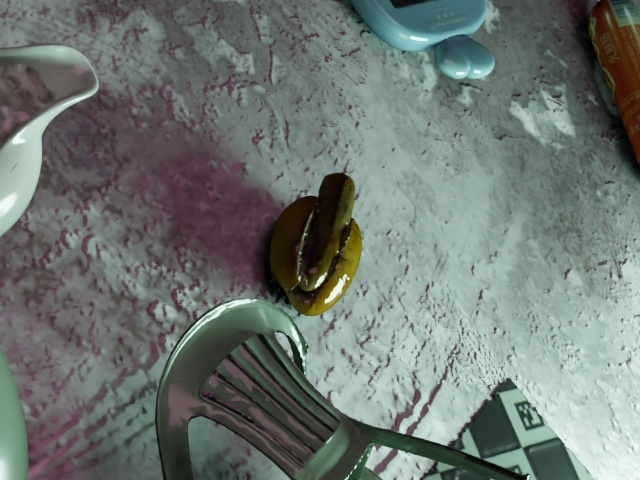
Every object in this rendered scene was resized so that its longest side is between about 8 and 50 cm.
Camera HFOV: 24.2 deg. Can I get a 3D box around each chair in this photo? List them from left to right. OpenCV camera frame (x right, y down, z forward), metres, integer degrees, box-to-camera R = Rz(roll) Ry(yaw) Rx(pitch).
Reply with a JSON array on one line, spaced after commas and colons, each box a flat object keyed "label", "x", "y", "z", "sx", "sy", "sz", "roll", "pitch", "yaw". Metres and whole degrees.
[{"label": "chair", "x": 0.005, "y": 0.191, "z": 1.159, "sx": 0.274, "sy": 0.190, "sz": 0.203, "roll": 26, "pitch": 42, "yaw": 16}]

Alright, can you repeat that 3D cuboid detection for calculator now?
[{"label": "calculator", "x": 0.087, "y": -0.298, "z": 1.633, "sx": 0.188, "sy": 0.042, "sz": 0.303, "roll": -20, "pitch": 76, "yaw": -45}]

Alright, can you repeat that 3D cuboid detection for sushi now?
[{"label": "sushi", "x": 0.213, "y": 0.291, "z": 1.345, "sx": 0.292, "sy": 0.059, "sz": 0.294, "roll": 48, "pitch": 45, "yaw": -3}]

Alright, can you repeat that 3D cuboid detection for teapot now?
[{"label": "teapot", "x": -0.311, "y": -0.081, "z": 1.108, "sx": 0.298, "sy": 0.139, "sz": 0.204, "roll": -22, "pitch": 81, "yaw": -45}]

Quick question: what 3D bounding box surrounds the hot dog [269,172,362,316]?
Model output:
[{"label": "hot dog", "x": 0.001, "y": 0.002, "z": 1.360, "sx": 0.090, "sy": 0.060, "sz": 0.140, "roll": 44, "pitch": 41, "yaw": -14}]

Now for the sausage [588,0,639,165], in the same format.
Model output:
[{"label": "sausage", "x": 0.378, "y": -0.191, "z": 1.773, "sx": 0.083, "sy": 0.083, "sz": 0.264, "roll": 4, "pitch": 59, "yaw": -37}]

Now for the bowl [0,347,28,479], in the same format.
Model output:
[{"label": "bowl", "x": -0.322, "y": 0.099, "z": 0.842, "sx": 0.354, "sy": 0.185, "sz": 0.354, "roll": 15, "pitch": 43, "yaw": -14}]
